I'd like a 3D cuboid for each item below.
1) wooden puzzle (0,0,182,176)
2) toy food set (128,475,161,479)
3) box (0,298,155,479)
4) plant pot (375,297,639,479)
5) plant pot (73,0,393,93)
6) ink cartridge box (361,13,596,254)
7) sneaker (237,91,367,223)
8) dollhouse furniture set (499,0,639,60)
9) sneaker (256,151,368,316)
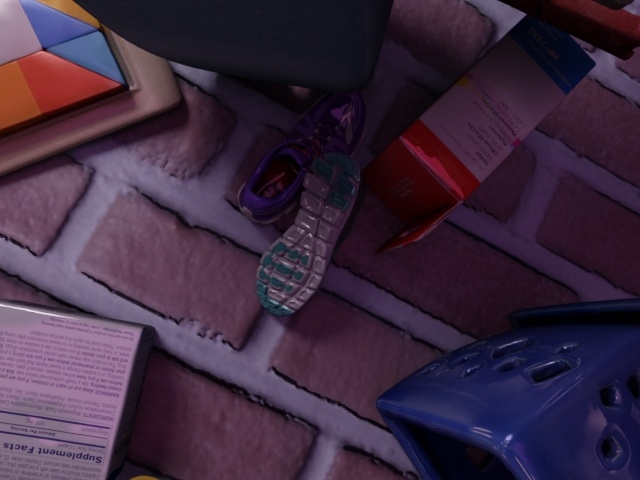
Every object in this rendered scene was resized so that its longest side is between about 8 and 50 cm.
[{"bbox_3d":[-0.277,-0.185,0.457,0.239,0.044,0.221,-25,100,-12],"label":"wooden puzzle"},{"bbox_3d":[-0.198,0.277,0.410,0.218,0.071,0.128,-43,128,-21],"label":"toy food set"},{"bbox_3d":[-0.222,0.129,0.432,0.126,0.072,0.137,13,80,-8],"label":"box"},{"bbox_3d":[0.220,0.175,0.420,0.212,0.236,0.236,-33,88,-17],"label":"plant pot"},{"bbox_3d":[-0.039,-0.249,0.406,0.247,0.252,0.247,13,81,13],"label":"plant pot"},{"bbox_3d":[0.124,-0.094,0.484,0.231,0.134,0.078,-44,92,-12],"label":"ink cartridge box"},{"bbox_3d":[-0.011,-0.084,0.494,0.068,0.071,0.170,39,78,-2],"label":"sneaker"},{"bbox_3d":[0.158,-0.214,0.237,0.152,0.374,0.201,32,116,12],"label":"dollhouse furniture set"},{"bbox_3d":[0.000,0.000,0.490,0.065,0.076,0.166,35,103,20],"label":"sneaker"}]
